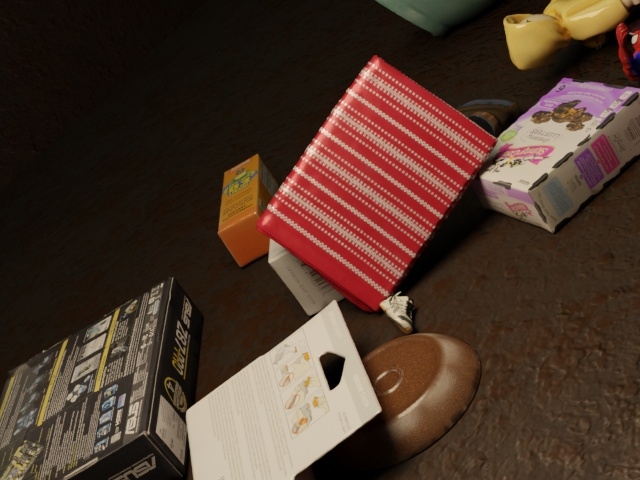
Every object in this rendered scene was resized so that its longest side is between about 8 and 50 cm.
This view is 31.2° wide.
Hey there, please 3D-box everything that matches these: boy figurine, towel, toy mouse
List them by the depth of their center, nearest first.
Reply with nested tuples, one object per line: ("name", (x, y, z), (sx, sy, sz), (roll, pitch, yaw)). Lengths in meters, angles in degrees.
("towel", (0.068, -0.068, 1.452), (0.275, 0.199, 0.031), (-55, -6, 5))
("boy figurine", (0.387, -0.350, 1.648), (0.285, 0.092, 0.177), (-32, 28, 3))
("toy mouse", (0.447, -0.326, 1.673), (0.143, 0.031, 0.161), (-38, 25, -4))

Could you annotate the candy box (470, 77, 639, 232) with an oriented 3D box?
("candy box", (0.299, -0.111, 1.435), (0.196, 0.070, 0.165), (-41, 25, -10))

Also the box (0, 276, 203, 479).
("box", (-0.324, 0.246, 1.586), (0.318, 0.097, 0.395), (-29, 25, 11))

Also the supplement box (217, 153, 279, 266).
("supplement box", (-0.115, -0.053, 1.868), (0.078, 0.080, 0.233), (-29, 23, 11))

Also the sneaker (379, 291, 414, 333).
("sneaker", (0.100, 0.084, 1.394), (0.037, 0.032, 0.083), (-37, 25, -1))

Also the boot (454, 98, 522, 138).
("boot", (0.191, -0.148, 1.668), (0.219, 0.082, 0.106), (-11, 16, 44))

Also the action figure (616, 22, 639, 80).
("action figure", (0.425, -0.237, 1.420), (0.091, 0.139, 0.280), (-21, 24, 8))

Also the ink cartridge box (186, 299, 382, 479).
("ink cartridge box", (-0.039, 0.212, 1.300), (0.239, 0.060, 0.275), (-36, 24, 6))

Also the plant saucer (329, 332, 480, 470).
("plant saucer", (0.082, 0.166, 1.267), (0.198, 0.036, 0.199), (-29, 26, 16))

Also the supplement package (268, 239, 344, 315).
("supplement package", (0.000, 0.000, 1.587), (0.105, 0.105, 0.179), (-29, 25, 15))

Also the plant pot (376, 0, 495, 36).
("plant pot", (0.195, -0.489, 2.048), (0.196, 0.293, 0.293), (-59, 19, 17))
